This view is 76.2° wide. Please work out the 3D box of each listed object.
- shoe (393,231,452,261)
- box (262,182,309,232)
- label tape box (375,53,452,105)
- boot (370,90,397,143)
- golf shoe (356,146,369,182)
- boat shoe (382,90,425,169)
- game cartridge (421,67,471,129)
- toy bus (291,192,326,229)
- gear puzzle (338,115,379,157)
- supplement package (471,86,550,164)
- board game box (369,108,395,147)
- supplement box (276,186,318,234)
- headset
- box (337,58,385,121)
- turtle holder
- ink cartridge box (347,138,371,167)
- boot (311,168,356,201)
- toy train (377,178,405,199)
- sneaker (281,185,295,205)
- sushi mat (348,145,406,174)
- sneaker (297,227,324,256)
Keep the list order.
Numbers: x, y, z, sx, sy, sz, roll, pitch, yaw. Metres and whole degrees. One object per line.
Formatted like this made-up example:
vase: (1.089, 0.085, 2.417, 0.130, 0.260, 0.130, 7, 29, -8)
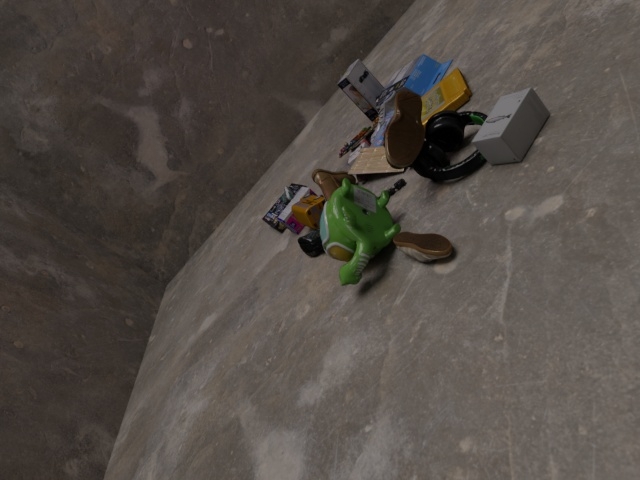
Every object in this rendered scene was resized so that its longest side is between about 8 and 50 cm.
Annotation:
shoe: (0.289, 0.020, 1.142, 0.076, 0.058, 0.219, -35, 22, -16)
box: (-0.196, -0.196, 2.377, 0.293, 0.073, 0.295, -53, 23, -5)
label tape box: (0.459, -0.795, 2.036, 0.333, 0.106, 0.241, -7, 48, 60)
boot: (0.306, -0.604, 1.997, 0.258, 0.123, 0.095, -50, 22, 0)
golf shoe: (0.202, -0.331, 1.864, 0.086, 0.067, 0.186, 91, -166, -61)
boat shoe: (0.268, -0.346, 1.350, 0.123, 0.123, 0.342, 103, 177, -56)
game cartridge: (0.468, -0.561, 1.720, 0.323, 0.052, 0.285, -38, 25, 31)
toy bus: (-0.041, -0.135, 1.868, 0.130, 0.108, 0.332, -31, 16, -11)
gear puzzle: (0.226, -0.565, 2.122, 0.339, 0.044, 0.175, -44, 9, -18)
supplement package: (0.529, -0.314, 1.136, 0.179, 0.105, 0.105, -55, 23, -12)
board game box: (0.300, -0.499, 1.877, 0.212, 0.039, 0.160, -62, 14, 1)
supplement box: (-0.104, -0.155, 2.083, 0.220, 0.111, 0.114, -53, 22, -6)
headset: (0.402, -0.300, 1.376, 0.394, 0.185, 0.244, 14, 69, 49)
box: (0.246, -0.820, 2.236, 0.087, 0.290, 0.169, -13, 43, 56)
turtle holder: (0.120, -0.019, 1.342, 0.227, 0.243, 0.321, -50, 57, 42)
ink cartridge box: (0.195, -0.422, 2.010, 0.099, 0.056, 0.135, -33, 27, 36)
boot: (0.097, -0.196, 1.755, 0.270, 0.235, 0.089, 61, 140, 44)
toy train: (0.256, -0.182, 1.552, 0.158, 0.027, 0.036, -39, 21, 26)
sneaker: (-0.191, -0.249, 2.288, 0.076, 0.065, 0.166, -47, 22, 16)
sushi mat: (0.255, -0.343, 1.716, 0.316, 0.019, 0.152, 8, 66, 49)
sneaker: (0.000, 0.000, 1.699, 0.106, 0.101, 0.267, -36, 13, -29)
